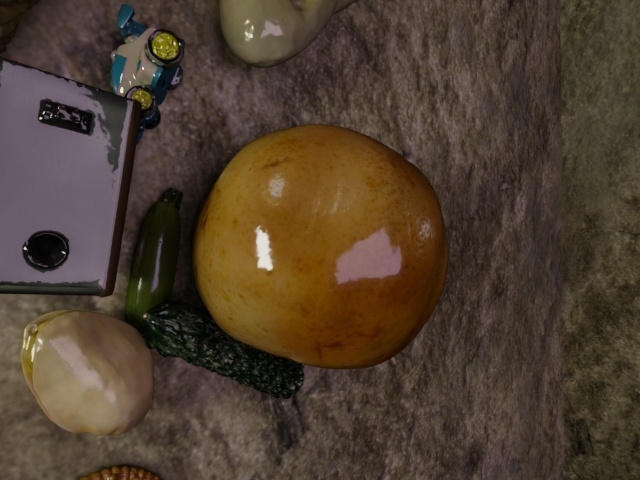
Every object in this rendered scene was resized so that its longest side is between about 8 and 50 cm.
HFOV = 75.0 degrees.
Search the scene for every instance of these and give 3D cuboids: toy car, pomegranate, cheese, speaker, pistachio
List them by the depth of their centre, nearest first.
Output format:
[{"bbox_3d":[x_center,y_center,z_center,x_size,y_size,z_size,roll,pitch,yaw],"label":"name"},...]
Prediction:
[{"bbox_3d":[-0.326,-0.062,0.492,0.153,0.192,0.231,9,90,-42],"label":"speaker"},{"bbox_3d":[-0.315,0.179,0.580,0.145,0.117,0.201,-42,113,-39],"label":"pistachio"},{"bbox_3d":[-0.262,-0.230,0.594,0.098,0.126,0.162,29,86,-16],"label":"toy car"},{"bbox_3d":[0.000,0.000,0.671,0.416,0.416,0.418,-5,98,-40],"label":"pomegranate"},{"bbox_3d":[-0.088,-0.501,0.692,0.351,0.129,0.328,-52,126,-26],"label":"cheese"}]

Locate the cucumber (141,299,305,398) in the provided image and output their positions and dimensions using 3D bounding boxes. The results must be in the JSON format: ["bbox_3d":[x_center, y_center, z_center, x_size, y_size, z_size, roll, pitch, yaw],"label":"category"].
[{"bbox_3d":[-0.158,0.186,0.696,0.359,0.096,0.096,41,68,-45],"label":"cucumber"}]

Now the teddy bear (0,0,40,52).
[{"bbox_3d":[-0.400,-0.352,0.424,0.256,0.156,0.267,42,69,-34],"label":"teddy bear"}]

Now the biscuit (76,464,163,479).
[{"bbox_3d":[-0.340,0.477,0.641,0.253,0.035,0.254,-5,97,-41],"label":"biscuit"}]

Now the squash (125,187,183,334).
[{"bbox_3d":[-0.257,0.039,0.646,0.066,0.066,0.252,11,87,-41],"label":"squash"}]
